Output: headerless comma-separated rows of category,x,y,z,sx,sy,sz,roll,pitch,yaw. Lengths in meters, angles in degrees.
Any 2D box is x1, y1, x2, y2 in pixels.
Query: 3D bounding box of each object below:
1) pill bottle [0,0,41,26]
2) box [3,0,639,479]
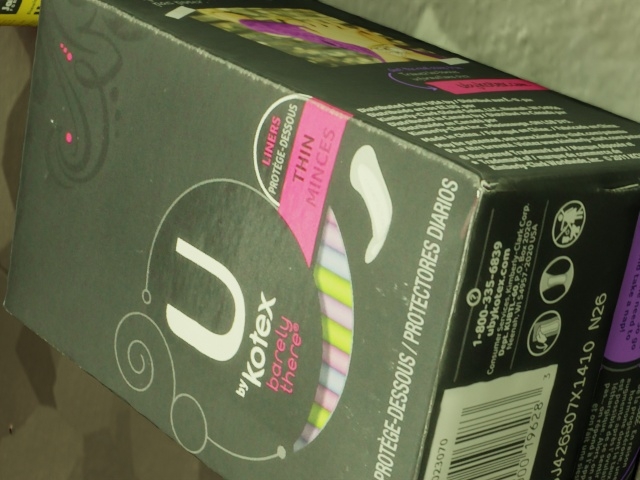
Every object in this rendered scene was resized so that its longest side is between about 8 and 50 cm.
pill bottle,-0.174,-0.149,0.814,0.065,0.116,0.065,10,103,47
box,0.000,0.000,0.627,0.270,0.143,0.165,28,115,42
